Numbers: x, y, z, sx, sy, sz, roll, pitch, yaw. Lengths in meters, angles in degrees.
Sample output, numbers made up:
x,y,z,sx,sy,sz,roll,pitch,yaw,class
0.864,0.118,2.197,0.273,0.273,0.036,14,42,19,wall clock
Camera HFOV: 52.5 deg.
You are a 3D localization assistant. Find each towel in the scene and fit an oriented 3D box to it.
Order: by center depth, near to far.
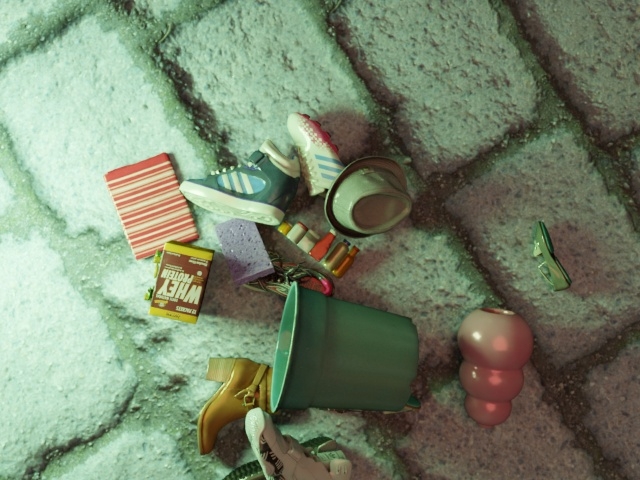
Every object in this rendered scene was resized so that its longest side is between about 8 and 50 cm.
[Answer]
x,y,z,sx,sy,sz,roll,pitch,yaw,class
-0.489,-0.101,1.879,0.199,0.031,0.274,-21,90,-5,towel

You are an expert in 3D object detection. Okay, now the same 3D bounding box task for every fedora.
x,y,z,sx,sy,sz,roll,pitch,yaw,class
0.154,-0.103,1.794,0.276,0.124,0.243,-2,114,-27,fedora

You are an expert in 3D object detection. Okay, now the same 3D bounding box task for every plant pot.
x,y,z,sx,sy,sz,roll,pitch,yaw,class
0.063,0.300,1.711,0.334,0.341,0.341,10,86,-8,plant pot

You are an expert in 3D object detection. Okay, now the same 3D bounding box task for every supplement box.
x,y,z,sx,sy,sz,roll,pitch,yaw,class
-0.376,0.109,1.779,0.129,0.191,0.194,14,90,-8,supplement box

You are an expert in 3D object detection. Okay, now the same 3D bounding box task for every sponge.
x,y,z,sx,sy,sz,roll,pitch,yaw,class
-0.218,0.022,1.833,0.117,0.031,0.210,-22,56,-5,sponge

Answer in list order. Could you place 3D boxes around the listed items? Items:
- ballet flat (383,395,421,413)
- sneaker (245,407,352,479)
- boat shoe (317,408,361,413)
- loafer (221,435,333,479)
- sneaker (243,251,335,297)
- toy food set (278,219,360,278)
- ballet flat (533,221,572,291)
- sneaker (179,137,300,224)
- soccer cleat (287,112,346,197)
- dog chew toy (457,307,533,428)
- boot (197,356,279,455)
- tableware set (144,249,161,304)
x,y,z,sx,sy,sz,roll,pitch,yaw,class
0.175,0.448,1.860,0.222,0.077,0.079,26,104,4,ballet flat
-0.050,0.555,1.679,0.210,0.137,0.365,-25,110,-14,sneaker
0.054,0.474,1.864,0.142,0.049,0.040,11,105,0,boat shoe
-0.117,0.669,1.798,0.366,0.134,0.130,-19,90,-4,loafer
-0.102,0.099,1.843,0.299,0.112,0.120,11,86,-1,sneaker
0.000,0.000,1.850,0.232,0.111,0.104,39,88,-2,toy food set
0.662,0.050,1.901,0.068,0.072,0.213,-26,85,27,ballet flat
-0.216,-0.190,1.854,0.323,0.130,0.236,15,73,12,sneaker
-0.008,-0.214,1.854,0.143,0.116,0.331,-40,91,-19,soccer cleat
0.479,0.360,1.816,0.207,0.206,0.331,5,95,-2,dog chew toy
-0.226,0.474,1.832,0.220,0.109,0.283,10,79,-6,boot
-0.476,0.107,1.837,0.024,0.104,0.154,10,111,-19,tableware set
